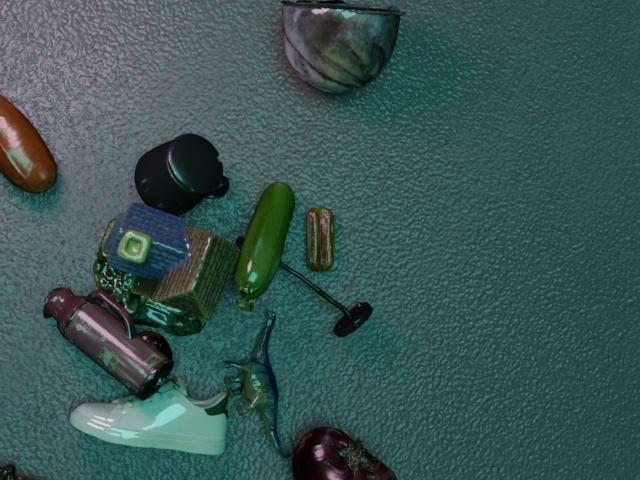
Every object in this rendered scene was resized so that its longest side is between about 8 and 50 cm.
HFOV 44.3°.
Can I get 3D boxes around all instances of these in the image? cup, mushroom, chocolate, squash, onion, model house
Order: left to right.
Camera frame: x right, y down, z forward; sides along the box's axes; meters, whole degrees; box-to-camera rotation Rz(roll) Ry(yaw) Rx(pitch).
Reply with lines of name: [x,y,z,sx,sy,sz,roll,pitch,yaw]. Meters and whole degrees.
mushroom: [-0.408,0.276,1.856,0.123,0.052,0.123,0,88,-9]
model house: [-0.356,0.072,1.773,0.321,0.266,0.261,22,79,-10]
cup: [-0.306,-0.151,1.835,0.223,0.176,0.169,12,63,-38]
squash: [-0.130,0.002,1.835,0.101,0.101,0.379,24,52,-10]
onion: [0.046,0.570,1.857,0.281,0.281,0.221,60,35,-3]
chocolate: [0.049,-0.466,1.902,0.303,0.303,0.213,2,110,-12]

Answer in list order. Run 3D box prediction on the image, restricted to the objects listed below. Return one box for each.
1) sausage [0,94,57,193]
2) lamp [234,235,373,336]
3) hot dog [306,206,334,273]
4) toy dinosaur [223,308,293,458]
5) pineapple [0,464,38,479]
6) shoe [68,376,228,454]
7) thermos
sausage: [-0.699,-0.220,1.785,0.133,0.133,0.258,-35,94,-12]
lamp: [-0.057,0.121,1.910,0.371,0.130,0.108,28,90,-11]
hot dog: [0.000,0.000,1.961,0.071,0.045,0.165,1,87,-14]
toy dinosaur: [-0.152,0.354,1.893,0.147,0.076,0.363,-7,84,-19]
pineapple: [-0.712,0.550,1.751,0.251,0.125,0.125,39,80,-2]
shoe: [-0.383,0.389,1.816,0.363,0.132,0.160,14,85,-15]
thermos: [-0.490,0.211,1.771,0.330,0.136,0.109,35,49,12]
